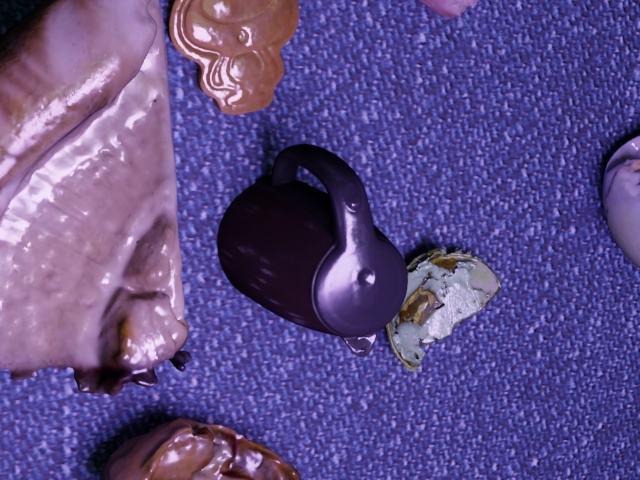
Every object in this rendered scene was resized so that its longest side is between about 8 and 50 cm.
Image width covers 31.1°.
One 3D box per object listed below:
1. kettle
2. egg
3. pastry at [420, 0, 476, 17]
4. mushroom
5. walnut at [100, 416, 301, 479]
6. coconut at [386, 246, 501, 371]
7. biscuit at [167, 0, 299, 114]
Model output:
[{"bbox_3d":[0.000,0.000,1.182,0.144,0.232,0.202,-8,105,-24],"label":"kettle"},{"bbox_3d":[0.450,-0.030,1.412,0.183,0.183,0.217,-39,115,-12],"label":"egg"},{"bbox_3d":[0.084,-0.339,1.215,0.112,0.103,0.265,-48,111,-27],"label":"pastry"},{"bbox_3d":[-0.271,-0.065,1.080,0.314,0.224,0.397,0,95,-10],"label":"mushroom"},{"bbox_3d":[-0.130,0.290,1.246,0.204,0.141,0.238,-27,111,-30],"label":"walnut"},{"bbox_3d":[0.135,0.068,1.359,0.158,0.055,0.133,-27,111,-18],"label":"coconut"},{"bbox_3d":[-0.092,-0.249,1.197,0.144,0.040,0.236,-11,104,-17],"label":"biscuit"}]
